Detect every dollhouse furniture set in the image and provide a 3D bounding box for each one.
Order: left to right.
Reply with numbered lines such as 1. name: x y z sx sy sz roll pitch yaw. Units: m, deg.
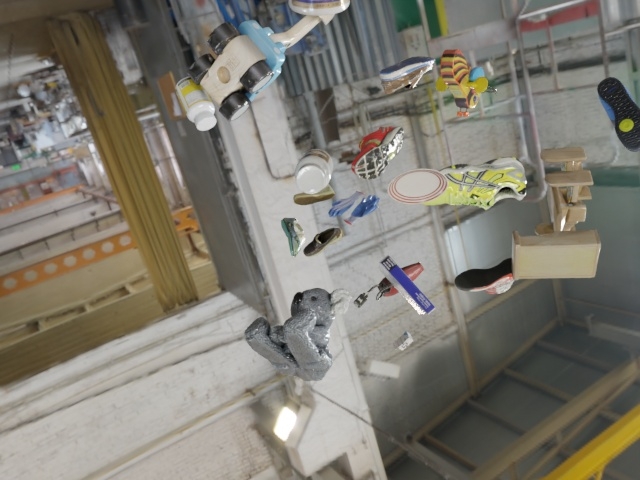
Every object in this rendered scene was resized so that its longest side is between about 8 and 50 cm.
1. dollhouse furniture set: 0.789 -0.063 1.971 0.257 0.362 0.394 -2 -137 14

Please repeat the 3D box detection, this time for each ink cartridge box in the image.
1. ink cartridge box: 0.349 0.430 2.395 0.083 0.028 0.048 -46 -157 15
2. ink cartridge box: 0.273 0.145 1.811 0.045 0.223 0.224 -41 172 -1

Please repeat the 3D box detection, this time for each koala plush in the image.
1. koala plush: -0.032 0.205 1.389 0.196 0.203 0.221 -17 -148 38

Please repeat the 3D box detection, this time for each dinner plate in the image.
1. dinner plate: 0.228 -0.129 1.328 0.141 0.141 0.017 -11 -123 17

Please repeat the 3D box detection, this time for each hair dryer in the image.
1. hair dryer: 0.279 0.168 2.105 0.294 0.080 0.224 -33 -178 -31

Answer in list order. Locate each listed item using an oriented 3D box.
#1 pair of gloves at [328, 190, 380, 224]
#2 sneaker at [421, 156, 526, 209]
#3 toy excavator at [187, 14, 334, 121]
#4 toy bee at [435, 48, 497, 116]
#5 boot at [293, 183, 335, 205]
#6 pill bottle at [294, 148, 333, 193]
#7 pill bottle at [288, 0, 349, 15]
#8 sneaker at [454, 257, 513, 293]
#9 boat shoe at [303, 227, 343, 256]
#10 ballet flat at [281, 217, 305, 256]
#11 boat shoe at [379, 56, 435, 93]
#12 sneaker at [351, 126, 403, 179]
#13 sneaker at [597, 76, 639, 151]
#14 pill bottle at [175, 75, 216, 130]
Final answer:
1. pair of gloves: 0.118 -0.125 2.078 0.159 0.023 0.198 -39 -145 -17
2. sneaker: 0.536 -0.183 1.995 0.385 0.145 0.147 -14 -121 7
3. toy excavator: -0.184 -0.668 1.975 0.433 0.222 0.445 -40 -177 37
4. toy bee: 0.504 -0.516 1.944 0.298 0.162 0.195 22 176 -23
5. boot: -0.053 -0.256 2.629 0.213 0.165 0.077 -13 159 -29
6. pill bottle: -0.025 -0.248 2.057 0.131 0.131 0.229 -13 -161 10
7. pill bottle: -0.006 -0.677 1.316 0.153 0.264 0.153 -1 -141 1
8. sneaker: 0.617 0.162 2.125 0.270 0.145 0.090 -18 -125 -14
9. boat shoe: 0.000 0.000 1.770 0.152 0.049 0.056 -34 -127 23
10. ballet flat: -0.083 -0.018 1.861 0.070 0.070 0.188 -17 -137 -4
11. boat shoe: 0.228 -0.436 1.492 0.183 0.066 0.066 -26 -143 -26
12. sneaker: 0.171 -0.293 1.874 0.118 0.107 0.279 17 -137 31
13. sneaker: 0.747 -0.303 1.386 0.069 0.209 0.082 -28 151 30
14. pill bottle: -0.441 -0.488 2.026 0.103 0.184 0.103 -24 162 -8
